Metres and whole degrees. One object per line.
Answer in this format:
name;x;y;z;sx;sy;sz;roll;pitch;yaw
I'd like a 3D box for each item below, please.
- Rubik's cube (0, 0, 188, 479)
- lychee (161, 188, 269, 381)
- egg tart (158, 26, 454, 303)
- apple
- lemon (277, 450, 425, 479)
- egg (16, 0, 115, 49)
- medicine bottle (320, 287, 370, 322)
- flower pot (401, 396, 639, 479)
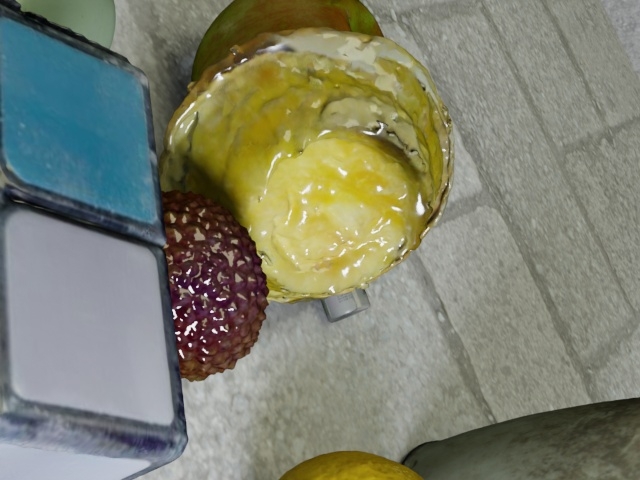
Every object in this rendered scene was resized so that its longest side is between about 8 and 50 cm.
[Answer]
Rubik's cube;-0.311;0.027;0.792;0.316;0.313;0.319;23;49;-45
lychee;-0.149;0.041;1.128;0.188;0.188;0.188;33;44;-38
egg tart;-0.002;-0.057;1.262;0.345;0.345;0.132;39;13;-33
apple;-0.032;-0.179;1.403;0.246;0.226;0.246;45;32;-39
lemon;0.035;0.304;1.193;0.244;0.186;0.187;31;44;-33
egg;-0.304;-0.200;1.058;0.282;0.203;0.203;-13;78;-53
medicine bottle;0.000;0.000;1.470;0.057;0.057;0.199;-12;78;-56
flower pot;0.291;0.329;1.398;0.293;0.330;0.294;33;42;-36
